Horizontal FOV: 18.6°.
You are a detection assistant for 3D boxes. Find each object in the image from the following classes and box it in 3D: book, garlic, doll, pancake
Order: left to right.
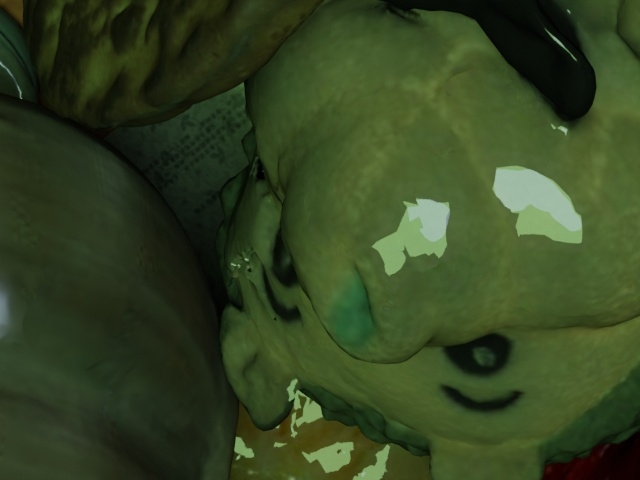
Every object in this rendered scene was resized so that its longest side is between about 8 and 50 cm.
[{"bbox_3d":[-0.147,0.077,0.681,0.292,0.210,0.237,17,145,-12],"label":"garlic"},{"bbox_3d":[-0.020,-0.168,0.608,0.033,0.288,0.286,26,91,-28],"label":"pancake"},{"bbox_3d":[0.000,0.000,0.773,0.118,0.012,0.172,-38,96,15],"label":"book"},{"bbox_3d":[0.087,-0.081,0.628,0.247,0.247,0.349,25,112,1],"label":"doll"}]

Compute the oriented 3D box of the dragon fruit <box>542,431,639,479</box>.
[{"bbox_3d":[0.212,0.114,0.734,0.286,0.228,0.329,19,78,-28],"label":"dragon fruit"}]

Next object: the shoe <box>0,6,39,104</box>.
[{"bbox_3d":[-0.194,0.017,0.760,0.103,0.100,0.251,29,102,2],"label":"shoe"}]

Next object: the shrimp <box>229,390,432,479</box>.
[{"bbox_3d":[-0.066,0.136,0.791,0.267,0.061,0.145,-40,103,15],"label":"shrimp"}]
